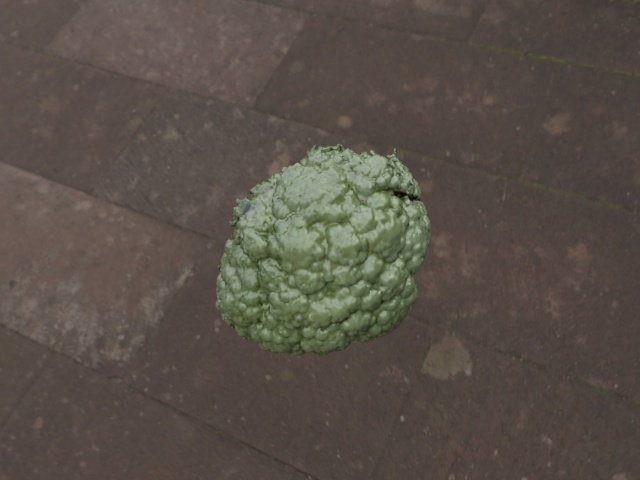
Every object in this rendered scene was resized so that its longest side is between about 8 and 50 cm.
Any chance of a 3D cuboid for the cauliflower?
[{"bbox_3d":[0.000,0.000,0.867,0.275,0.273,0.250,-2,21,-7],"label":"cauliflower"}]
